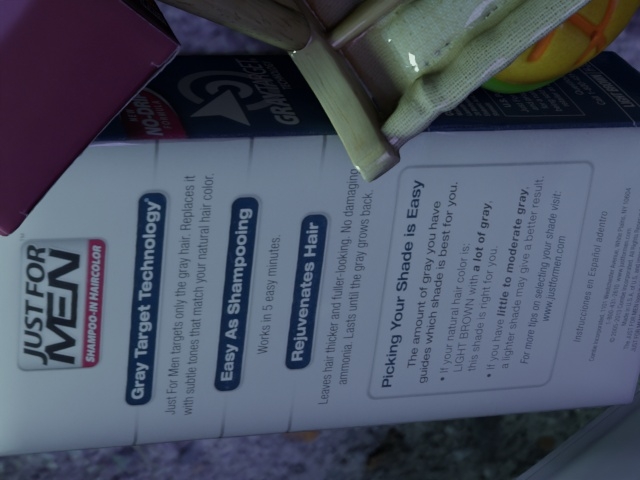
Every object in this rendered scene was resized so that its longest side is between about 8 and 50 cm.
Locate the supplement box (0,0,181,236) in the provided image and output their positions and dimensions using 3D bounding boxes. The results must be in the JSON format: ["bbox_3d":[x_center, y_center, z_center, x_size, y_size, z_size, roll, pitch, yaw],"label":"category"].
[{"bbox_3d":[-0.138,-0.100,0.692,0.104,0.188,0.081,-46,122,9],"label":"supplement box"}]

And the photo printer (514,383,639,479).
[{"bbox_3d":[0.136,0.229,0.931,0.307,0.107,0.256,-21,133,-56],"label":"photo printer"}]

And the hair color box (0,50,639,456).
[{"bbox_3d":[0.000,0.000,0.846,0.347,0.105,0.173,-3,119,-18],"label":"hair color box"}]

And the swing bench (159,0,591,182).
[{"bbox_3d":[0.031,-0.188,0.648,0.253,0.165,0.255,-37,150,14],"label":"swing bench"}]

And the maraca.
[{"bbox_3d":[0.120,-0.152,0.812,0.185,0.099,0.127,-46,130,-23],"label":"maraca"}]
